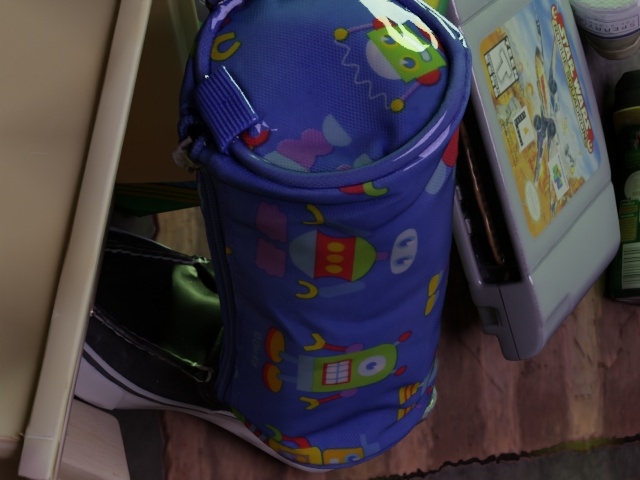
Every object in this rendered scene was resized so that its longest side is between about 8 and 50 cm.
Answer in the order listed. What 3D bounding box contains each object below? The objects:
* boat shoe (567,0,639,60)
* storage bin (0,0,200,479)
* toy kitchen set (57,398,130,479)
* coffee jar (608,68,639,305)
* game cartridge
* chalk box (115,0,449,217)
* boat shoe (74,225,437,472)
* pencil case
[{"bbox_3d":[0.230,-0.284,1.399,0.094,0.109,0.302,70,30,-68],"label":"boat shoe"},{"bbox_3d":[-0.129,0.022,0.809,0.260,0.123,0.262,83,13,-63],"label":"storage bin"},{"bbox_3d":[-0.189,0.198,0.956,0.122,0.166,0.207,30,29,-39],"label":"toy kitchen set"},{"bbox_3d":[0.274,-0.041,1.412,0.096,0.079,0.184,9,80,-41],"label":"coffee jar"},{"bbox_3d":[0.135,-0.090,1.268,0.198,0.062,0.297,-39,116,-51],"label":"game cartridge"},{"bbox_3d":[-0.046,-0.141,0.968,0.179,0.289,0.180,35,63,-36],"label":"chalk box"},{"bbox_3d":[-0.048,0.058,1.060,0.301,0.102,0.108,31,48,-39],"label":"boat shoe"},{"bbox_3d":[0.000,0.000,0.875,0.133,0.306,0.119,-16,60,-9],"label":"pencil case"}]
